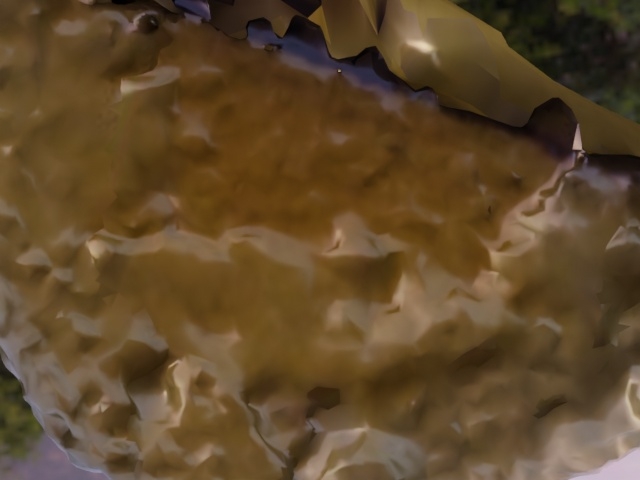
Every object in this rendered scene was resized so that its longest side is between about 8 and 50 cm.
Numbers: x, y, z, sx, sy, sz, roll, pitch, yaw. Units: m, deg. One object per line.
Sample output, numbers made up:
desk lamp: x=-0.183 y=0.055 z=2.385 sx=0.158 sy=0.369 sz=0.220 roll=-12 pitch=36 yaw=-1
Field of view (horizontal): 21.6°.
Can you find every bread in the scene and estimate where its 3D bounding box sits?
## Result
bread: x=0.000 y=0.000 z=0.498 sx=0.262 sy=0.163 sz=0.204 roll=24 pitch=-171 yaw=7
